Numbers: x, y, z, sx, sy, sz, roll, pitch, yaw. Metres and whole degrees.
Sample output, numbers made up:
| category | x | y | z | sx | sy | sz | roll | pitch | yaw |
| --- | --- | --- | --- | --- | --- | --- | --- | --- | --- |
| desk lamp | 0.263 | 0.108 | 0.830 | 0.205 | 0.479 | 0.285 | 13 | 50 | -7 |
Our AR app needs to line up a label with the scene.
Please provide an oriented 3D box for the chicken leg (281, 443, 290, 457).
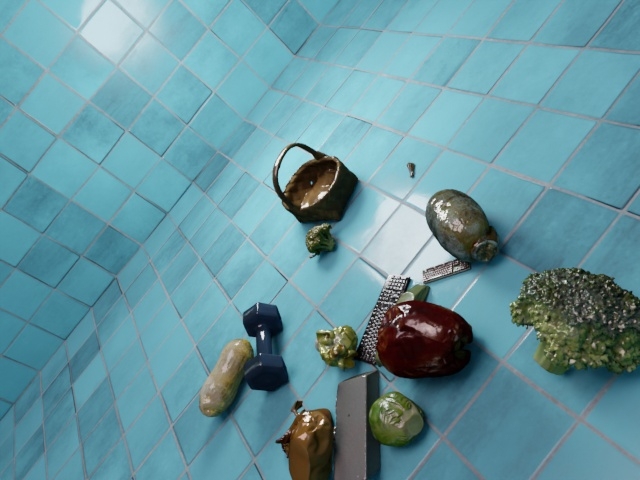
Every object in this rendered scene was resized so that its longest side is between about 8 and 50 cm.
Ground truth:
| category | x | y | z | sx | sy | sz | roll | pitch | yaw |
| --- | --- | --- | --- | --- | --- | --- | --- | --- | --- |
| chicken leg | -0.077 | 0.649 | 1.775 | 0.145 | 0.037 | 0.062 | 0 | 81 | 50 |

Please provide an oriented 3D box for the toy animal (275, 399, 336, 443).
| category | x | y | z | sx | sy | sz | roll | pitch | yaw |
| --- | --- | --- | --- | --- | --- | --- | --- | --- | --- |
| toy animal | -0.041 | 0.579 | 1.745 | 0.188 | 0.089 | 0.179 | -35 | 36 | -16 |

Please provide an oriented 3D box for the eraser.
| category | x | y | z | sx | sy | sz | roll | pitch | yaw |
| --- | --- | --- | --- | --- | --- | --- | --- | --- | --- |
| eraser | 0.106 | 0.525 | 1.647 | 0.111 | 0.077 | 0.353 | -24 | 42 | 29 |

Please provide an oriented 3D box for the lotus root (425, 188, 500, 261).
| category | x | y | z | sx | sy | sz | roll | pitch | yaw |
| --- | --- | --- | --- | --- | --- | --- | --- | --- | --- |
| lotus root | 0.411 | -0.057 | 1.759 | 0.175 | 0.175 | 0.350 | -43 | 30 | 11 |

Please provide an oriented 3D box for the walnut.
| category | x | y | z | sx | sy | sz | roll | pitch | yaw |
| --- | --- | --- | --- | --- | --- | --- | --- | --- | --- |
| walnut | 0.295 | 0.271 | 1.577 | 0.268 | 0.243 | 0.222 | 4 | 99 | 39 |

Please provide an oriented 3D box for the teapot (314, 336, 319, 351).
| category | x | y | z | sx | sy | sz | roll | pitch | yaw |
| --- | --- | --- | --- | --- | --- | --- | --- | --- | --- |
| teapot | 0.027 | 0.341 | 1.929 | 0.064 | 0.064 | 0.083 | 5 | 30 | 42 |

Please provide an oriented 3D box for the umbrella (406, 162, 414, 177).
| category | x | y | z | sx | sy | sz | roll | pitch | yaw |
| --- | --- | --- | --- | --- | --- | --- | --- | --- | --- |
| umbrella | 0.341 | -0.268 | 2.168 | 0.031 | 0.020 | 0.083 | -1 | 47 | 0 |

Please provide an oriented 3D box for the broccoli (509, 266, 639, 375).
| category | x | y | z | sx | sy | sz | roll | pitch | yaw |
| --- | --- | --- | --- | --- | --- | --- | --- | --- | --- |
| broccoli | 0.573 | 0.181 | 1.290 | 0.260 | 0.235 | 0.288 | -46 | 39 | 9 |

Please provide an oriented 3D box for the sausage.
| category | x | y | z | sx | sy | sz | roll | pitch | yaw |
| --- | --- | --- | --- | --- | --- | --- | --- | --- | --- |
| sausage | -0.025 | 0.599 | 1.619 | 0.120 | 0.136 | 0.241 | 20 | 117 | 34 |

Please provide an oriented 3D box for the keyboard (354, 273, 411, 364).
| category | x | y | z | sx | sy | sz | roll | pitch | yaw |
| --- | --- | --- | --- | --- | --- | --- | --- | --- | --- |
| keyboard | 0.197 | 0.248 | 1.850 | 0.100 | 0.018 | 0.310 | 2 | 60 | 49 |

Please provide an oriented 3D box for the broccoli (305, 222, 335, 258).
| category | x | y | z | sx | sy | sz | roll | pitch | yaw |
| --- | --- | --- | --- | --- | --- | --- | --- | --- | --- |
| broccoli | 0.000 | 0.000 | 2.232 | 0.120 | 0.130 | 0.131 | 25 | 40 | 15 |

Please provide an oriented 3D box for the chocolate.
| category | x | y | z | sx | sy | sz | roll | pitch | yaw |
| --- | --- | --- | --- | --- | --- | --- | --- | --- | --- |
| chocolate | -0.348 | 0.508 | 2.141 | 0.134 | 0.134 | 0.309 | -1 | 55 | 48 |

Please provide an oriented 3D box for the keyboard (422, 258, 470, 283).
| category | x | y | z | sx | sy | sz | roll | pitch | yaw |
| --- | --- | --- | --- | --- | --- | --- | --- | --- | --- |
| keyboard | 0.387 | 0.088 | 1.783 | 0.165 | 0.017 | 0.055 | -23 | 42 | 34 |

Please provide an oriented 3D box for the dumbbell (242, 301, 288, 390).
| category | x | y | z | sx | sy | sz | roll | pitch | yaw |
| --- | --- | --- | --- | --- | --- | --- | --- | --- | --- |
| dumbbell | -0.202 | 0.377 | 2.075 | 0.156 | 0.143 | 0.316 | -37 | 37 | 21 |

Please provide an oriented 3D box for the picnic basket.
| category | x | y | z | sx | sy | sz | roll | pitch | yaw |
| --- | --- | --- | --- | --- | --- | --- | --- | --- | --- |
| picnic basket | -0.062 | -0.248 | 2.348 | 0.337 | 0.337 | 0.293 | -2 | 57 | 48 |

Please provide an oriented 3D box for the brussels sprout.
| category | x | y | z | sx | sy | sz | roll | pitch | yaw |
| --- | --- | --- | --- | --- | --- | --- | --- | --- | --- |
| brussels sprout | 0.198 | 0.480 | 1.547 | 0.155 | 0.117 | 0.155 | -40 | 27 | 25 |

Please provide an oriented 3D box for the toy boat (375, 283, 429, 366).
| category | x | y | z | sx | sy | sz | roll | pitch | yaw |
| --- | --- | --- | --- | --- | --- | --- | --- | --- | --- |
| toy boat | 0.244 | 0.252 | 1.761 | 0.093 | 0.055 | 0.293 | 10 | 67 | 50 |

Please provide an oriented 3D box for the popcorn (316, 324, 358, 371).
| category | x | y | z | sx | sy | sz | roll | pitch | yaw |
| --- | --- | --- | --- | --- | --- | --- | --- | --- | --- |
| popcorn | 0.060 | 0.338 | 1.827 | 0.162 | 0.136 | 0.141 | 31 | 60 | 28 |
